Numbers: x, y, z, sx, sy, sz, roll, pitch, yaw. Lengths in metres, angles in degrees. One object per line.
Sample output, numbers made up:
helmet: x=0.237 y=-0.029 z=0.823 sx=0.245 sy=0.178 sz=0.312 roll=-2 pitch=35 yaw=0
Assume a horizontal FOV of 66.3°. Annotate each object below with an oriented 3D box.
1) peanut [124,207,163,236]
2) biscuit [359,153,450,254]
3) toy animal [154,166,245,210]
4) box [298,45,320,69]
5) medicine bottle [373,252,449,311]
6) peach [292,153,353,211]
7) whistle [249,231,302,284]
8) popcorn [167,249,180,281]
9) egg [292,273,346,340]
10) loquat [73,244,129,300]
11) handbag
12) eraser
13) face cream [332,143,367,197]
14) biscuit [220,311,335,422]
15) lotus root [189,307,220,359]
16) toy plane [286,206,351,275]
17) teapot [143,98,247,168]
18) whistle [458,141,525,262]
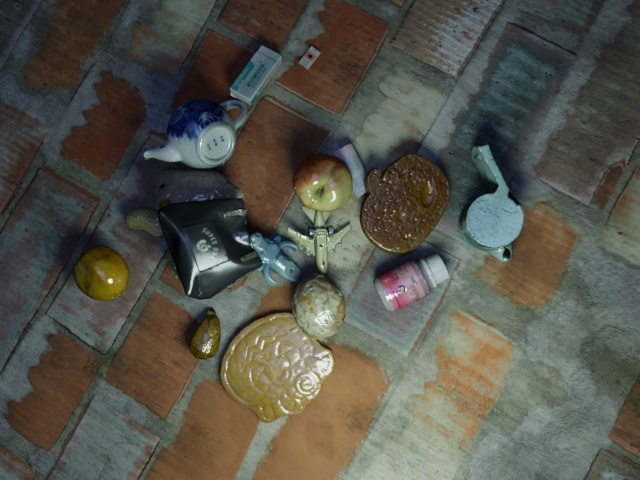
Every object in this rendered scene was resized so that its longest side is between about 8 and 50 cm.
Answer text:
peanut: x=-0.646 y=-0.073 z=1.866 sx=0.214 sy=0.090 sz=0.099 roll=14 pitch=129 yaw=9
biscuit: x=0.288 y=-0.140 z=1.777 sx=0.314 sy=0.063 sz=0.367 roll=36 pitch=88 yaw=-3
toy animal: x=-0.450 y=-0.149 z=1.792 sx=0.358 sy=0.188 sz=0.226 roll=5 pitch=61 yaw=17
box: x=-0.042 y=-0.706 z=1.894 sx=0.046 sy=0.012 sz=0.083 roll=38 pitch=90 yaw=8
medicine bottle: x=0.320 y=0.142 z=1.728 sx=0.247 sy=0.147 sz=0.147 roll=-26 pitch=84 yaw=4
peach: x=0.013 y=-0.210 z=1.760 sx=0.232 sy=0.232 sz=0.233 roll=0 pitch=85 yaw=5
whistle: x=-0.177 y=0.059 z=1.785 sx=0.269 sy=0.093 sz=0.180 roll=36 pitch=59 yaw=-13
popcorn: x=-0.463 y=0.051 z=1.792 sx=0.187 sy=0.167 sz=0.185 roll=-23 pitch=102 yaw=9
egg: x=-0.004 y=0.232 z=1.729 sx=0.195 sy=0.195 sz=0.233 roll=-10 pitch=67 yaw=5
loquat: x=-0.811 y=0.119 z=1.822 sx=0.187 sy=0.176 sz=0.234 roll=-46 pitch=72 yaw=0
handbag: x=-0.360 y=0.012 z=1.653 sx=0.288 sy=0.152 sz=0.342 roll=-19 pitch=96 yaw=-16
eraser: x=-0.245 y=-0.629 z=1.868 sx=0.095 sy=0.052 sz=0.225 roll=30 pitch=76 yaw=7
face cream: x=0.122 y=-0.257 z=1.822 sx=0.084 sy=0.057 sz=0.198 roll=-25 pitch=82 yaw=1
biscuit: x=-0.164 y=0.461 z=1.789 sx=0.365 sy=0.062 sz=0.385 roll=45 pitch=91 yaw=6
lotus root: x=-0.418 y=0.345 z=1.811 sx=0.108 sy=0.094 sz=0.191 roll=18 pitch=81 yaw=-28
toy plane: x=0.000 y=0.000 z=1.797 sx=0.242 sy=0.104 sz=0.256 roll=-4 pitch=78 yaw=-10
teapot: x=-0.451 y=-0.402 z=1.807 sx=0.424 sy=0.252 sz=0.280 roll=-39 pitch=51 yaw=-21
whistle: x=0.600 y=-0.133 z=1.709 sx=0.188 sy=0.168 sz=0.405 roll=9 pitch=87 yaw=7
